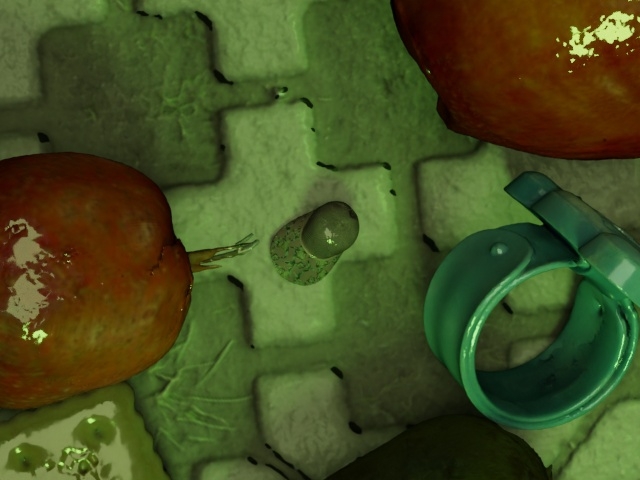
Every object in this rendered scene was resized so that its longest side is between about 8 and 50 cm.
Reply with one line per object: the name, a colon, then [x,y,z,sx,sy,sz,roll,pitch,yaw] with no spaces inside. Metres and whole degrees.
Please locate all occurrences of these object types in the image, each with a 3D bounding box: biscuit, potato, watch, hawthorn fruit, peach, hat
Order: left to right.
biscuit: [-0.201,0.297,1.415,0.217,0.044,0.325,-22,98,-4]
hawthorn fruit: [-0.194,0.027,1.368,0.299,0.211,0.211,-6,89,-19]
hat: [-0.002,0.002,1.457,0.087,0.042,0.058,-36,91,-5]
potato: [0.065,0.272,1.384,0.307,0.210,0.173,-26,133,2]
watch: [0.197,0.065,1.417,0.211,0.211,0.193,40,97,-3]
peach: [0.232,-0.230,1.363,0.372,0.373,0.290,-8,57,-5]
